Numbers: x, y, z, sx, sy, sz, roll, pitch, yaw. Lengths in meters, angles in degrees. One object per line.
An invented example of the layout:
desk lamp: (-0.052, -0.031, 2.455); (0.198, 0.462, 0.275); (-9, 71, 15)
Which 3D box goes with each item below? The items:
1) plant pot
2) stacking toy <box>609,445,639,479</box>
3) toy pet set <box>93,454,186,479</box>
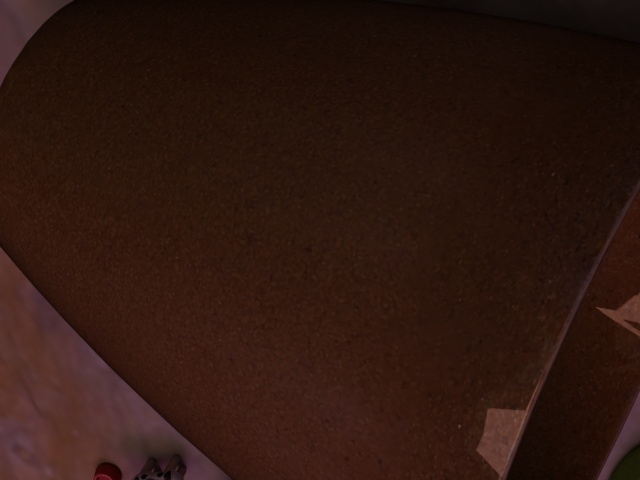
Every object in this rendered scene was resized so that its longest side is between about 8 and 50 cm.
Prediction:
plant pot: (0.000, 0.000, 0.622); (0.254, 0.237, 0.237); (23, 124, 20)
stacking toy: (0.129, 0.228, 0.751); (0.309, 0.130, 0.279); (6, 121, 14)
toy pet set: (-0.060, 0.175, 0.817); (0.114, 0.065, 0.122); (-16, 114, 25)
